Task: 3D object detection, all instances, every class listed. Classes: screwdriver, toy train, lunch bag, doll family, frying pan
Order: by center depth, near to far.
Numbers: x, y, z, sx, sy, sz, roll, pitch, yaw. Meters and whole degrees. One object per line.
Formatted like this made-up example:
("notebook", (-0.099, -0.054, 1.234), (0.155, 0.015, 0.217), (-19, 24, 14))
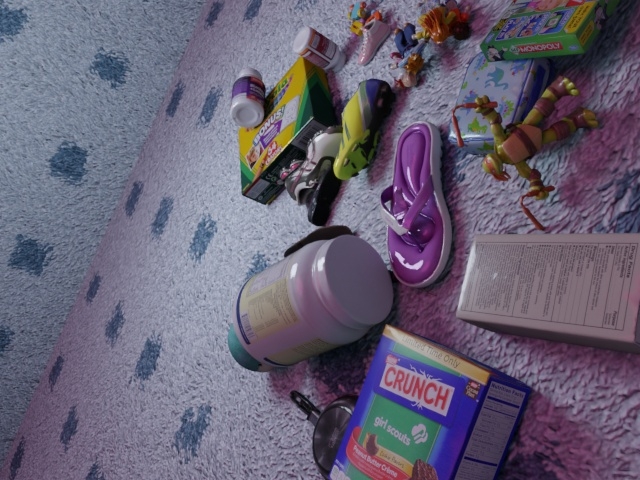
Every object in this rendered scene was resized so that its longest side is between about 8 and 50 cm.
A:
("lunch bag", (0.361, -0.277, 1.202), (0.176, 0.090, 0.219), (8, 76, 55))
("screwdriver", (0.187, 0.088, 1.289), (0.170, 0.024, 0.025), (16, 112, 54))
("frying pan", (0.023, 0.387, 1.321), (0.197, 0.053, 0.326), (-54, 39, 17))
("doll family", (0.241, -0.487, 1.461), (0.263, 0.118, 0.163), (-41, 42, 32))
("toy train", (0.140, -0.659, 1.771), (0.125, 0.046, 0.166), (-38, 46, 34))

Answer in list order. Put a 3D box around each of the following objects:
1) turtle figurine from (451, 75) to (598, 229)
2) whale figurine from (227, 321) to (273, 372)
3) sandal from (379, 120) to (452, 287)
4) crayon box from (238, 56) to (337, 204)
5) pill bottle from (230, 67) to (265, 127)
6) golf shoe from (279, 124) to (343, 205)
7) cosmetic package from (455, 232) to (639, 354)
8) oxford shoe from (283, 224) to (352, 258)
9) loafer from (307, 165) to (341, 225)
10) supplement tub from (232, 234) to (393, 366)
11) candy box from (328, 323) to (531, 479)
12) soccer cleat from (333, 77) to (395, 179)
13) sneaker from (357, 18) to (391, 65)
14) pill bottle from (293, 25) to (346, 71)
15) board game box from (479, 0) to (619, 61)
("turtle figurine", (0.376, -0.172, 1.074), (0.217, 0.269, 0.087), (-36, 2, 8))
("whale figurine", (-0.165, 0.210, 1.578), (0.216, 0.141, 0.272), (113, 164, -44))
("sandal", (0.187, -0.091, 1.317), (0.169, 0.102, 0.416), (-29, 48, 42))
("crayon box", (-0.116, -0.342, 1.877), (0.363, 0.106, 0.313), (-42, 41, 32))
("pill bottle", (-0.230, -0.462, 1.923), (0.108, 0.108, 0.194), (-38, 39, 36))
("golf shoe", (-0.001, -0.208, 1.671), (0.273, 0.105, 0.120), (-43, 56, 40))
("cosmetic package", (0.380, 0.077, 0.951), (0.309, 0.113, 0.160), (2, 73, 54))
("oxford shoe", (0.000, 0.000, 1.560), (0.212, 0.076, 0.076), (-21, 14, 35))
("loafer", (0.004, -0.124, 1.630), (0.061, 0.062, 0.170), (21, 87, 61))
("supplement tub", (-0.021, 0.138, 1.351), (0.324, 0.235, 0.235), (-29, 49, 42))
("candy box", (0.180, 0.343, 1.060), (0.268, 0.122, 0.317), (18, 84, 56))
("soccer cleat", (0.094, -0.287, 1.556), (0.121, 0.093, 0.289), (17, 78, 37))
("sneaker", (0.133, -0.564, 1.700), (0.134, 0.070, 0.051), (-51, 39, 24))
("pill bottle", (0.000, -0.571, 1.810), (0.086, 0.152, 0.086), (-31, 48, 41))
("board game box", (0.468, -0.470, 1.125), (0.317, 0.046, 0.213), (-54, 32, -13))
